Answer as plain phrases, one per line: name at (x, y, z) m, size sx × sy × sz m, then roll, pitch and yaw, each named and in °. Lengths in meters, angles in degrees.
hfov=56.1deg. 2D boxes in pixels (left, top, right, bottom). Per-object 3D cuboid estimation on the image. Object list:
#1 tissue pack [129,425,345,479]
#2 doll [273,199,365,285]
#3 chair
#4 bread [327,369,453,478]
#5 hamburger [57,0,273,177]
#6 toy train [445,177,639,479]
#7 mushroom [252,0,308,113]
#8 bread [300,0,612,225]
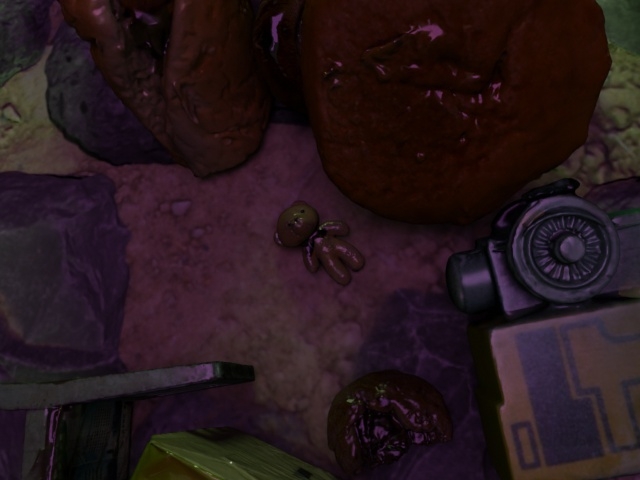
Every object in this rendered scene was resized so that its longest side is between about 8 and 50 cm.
tissue pack at (-0.085, 0.301, 0.446) m, size 0.167 × 0.200 × 0.274 m, roll 21°, pitch 80°, yaw 14°
doll at (-0.001, 0.001, 0.603) m, size 0.093 × 0.051 × 0.061 m, roll 42°, pitch 82°, yaw -14°
chair at (-0.200, 0.189, 0.524) m, size 0.270 × 0.136 × 0.147 m, roll -4°, pitch 76°, yaw 5°
bread at (0.057, 0.159, 0.537) m, size 0.113 × 0.060 × 0.082 m, roll -25°, pitch 76°, yaw 2°
hamburger at (-0.159, -0.245, 0.594) m, size 0.162 × 0.209 × 0.330 m, roll -18°, pitch 76°, yaw 3°
toy train at (0.299, 0.054, 0.494) m, size 0.369 × 0.150 × 0.237 m, roll -11°, pitch 83°, yaw 5°
mushroom at (-0.001, -0.210, 0.614) m, size 0.170 × 0.135 × 0.080 m, roll -48°, pitch 36°, yaw -17°
bread at (0.108, -0.145, 0.509) m, size 0.268 × 0.268 × 0.145 m, roll 2°, pitch 36°, yaw 8°
